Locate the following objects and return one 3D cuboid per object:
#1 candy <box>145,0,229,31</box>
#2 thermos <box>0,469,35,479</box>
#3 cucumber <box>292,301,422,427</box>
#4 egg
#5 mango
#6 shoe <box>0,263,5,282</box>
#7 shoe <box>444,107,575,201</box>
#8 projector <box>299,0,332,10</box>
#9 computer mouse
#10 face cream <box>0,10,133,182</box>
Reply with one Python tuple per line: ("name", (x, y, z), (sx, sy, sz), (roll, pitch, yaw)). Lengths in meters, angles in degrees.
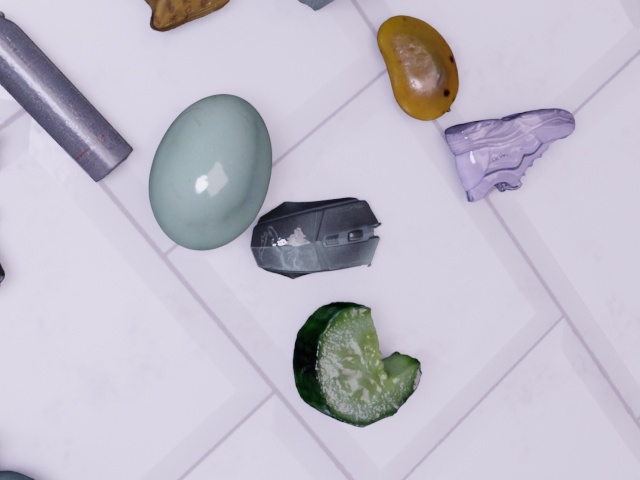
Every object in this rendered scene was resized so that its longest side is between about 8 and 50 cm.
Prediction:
("candy", (-0.252, -0.428, 1.079), (0.143, 0.101, 0.271), (-34, 99, -22))
("thermos", (-0.434, 0.408, 1.042), (0.182, 0.145, 0.286), (-39, 104, 0))
("cucumber", (0.044, 0.199, 1.224), (0.191, 0.130, 0.191), (2, 86, -22))
("egg", (-0.154, -0.098, 1.097), (0.168, 0.168, 0.231), (21, 83, -21))
("mango", (0.163, -0.284, 1.255), (0.115, 0.090, 0.178), (-20, 92, -11))
("shoe", (-0.475, -0.078, 1.004), (0.149, 0.109, 0.293), (-36, 101, -9))
("shoe", (0.337, -0.151, 1.330), (0.245, 0.095, 0.138), (-13, 102, -16))
("projector", (0.058, -0.452, 1.113), (0.198, 0.250, 0.108), (-46, 108, -12))
("computer mouse", (0.001, -0.002, 1.216), (0.231, 0.071, 0.126), (-6, 96, -21))
("face cream", (-0.380, -0.205, 1.054), (0.073, 0.073, 0.283), (-46, 108, -13))
